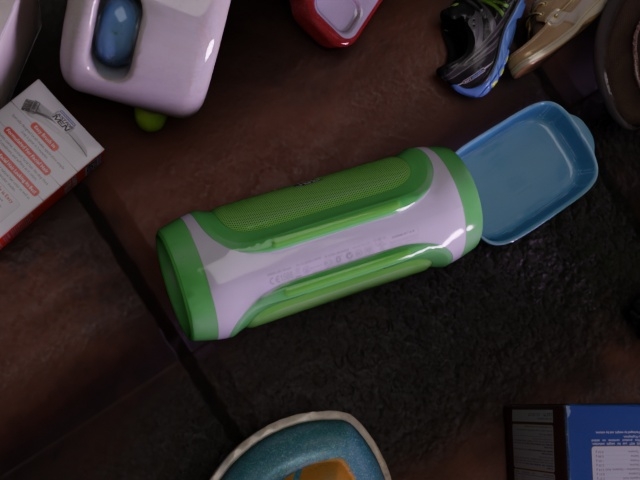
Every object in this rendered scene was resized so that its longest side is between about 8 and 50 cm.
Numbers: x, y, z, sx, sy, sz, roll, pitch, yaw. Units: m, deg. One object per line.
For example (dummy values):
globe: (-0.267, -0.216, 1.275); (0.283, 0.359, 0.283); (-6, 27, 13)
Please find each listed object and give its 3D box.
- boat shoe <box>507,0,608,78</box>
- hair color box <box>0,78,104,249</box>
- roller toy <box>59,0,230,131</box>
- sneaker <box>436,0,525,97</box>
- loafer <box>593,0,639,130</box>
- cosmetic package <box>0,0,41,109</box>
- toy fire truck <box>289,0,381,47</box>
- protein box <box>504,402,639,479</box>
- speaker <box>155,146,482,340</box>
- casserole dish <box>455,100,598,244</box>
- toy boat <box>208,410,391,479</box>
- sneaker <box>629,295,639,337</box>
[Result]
boat shoe: (0.254, -0.241, 1.081); (0.170, 0.063, 0.059); (-40, 89, -26)
hair color box: (-0.295, -0.059, 0.918); (0.167, 0.053, 0.093); (-43, 92, -15)
roller toy: (-0.160, -0.221, 0.905); (0.146, 0.191, 0.209); (14, 78, -10)
sneaker: (0.171, -0.248, 1.055); (0.078, 0.067, 0.188); (19, 80, -16)
loafer: (0.428, -0.271, 1.069); (0.134, 0.130, 0.366); (46, 72, -28)
cosmetic package: (-0.415, -0.228, 0.862); (0.309, 0.160, 0.113); (20, 76, -11)
toy fire truck: (0.015, -0.384, 1.008); (0.254, 0.169, 0.302); (42, 72, -30)
protein box: (0.303, 0.262, 0.969); (0.200, 0.136, 0.201); (2, 81, -14)
speaker: (0.000, 0.000, 0.942); (0.296, 0.131, 0.131); (-17, 86, -16)
casserole dish: (0.210, -0.070, 1.052); (0.188, 0.037, 0.114); (-32, 89, -17)
toy boat: (0.033, 0.303, 0.890); (0.318, 0.148, 0.267); (23, 76, -9)
sneaker: (0.498, 0.145, 1.038); (0.146, 0.134, 0.343); (-42, 92, -17)
